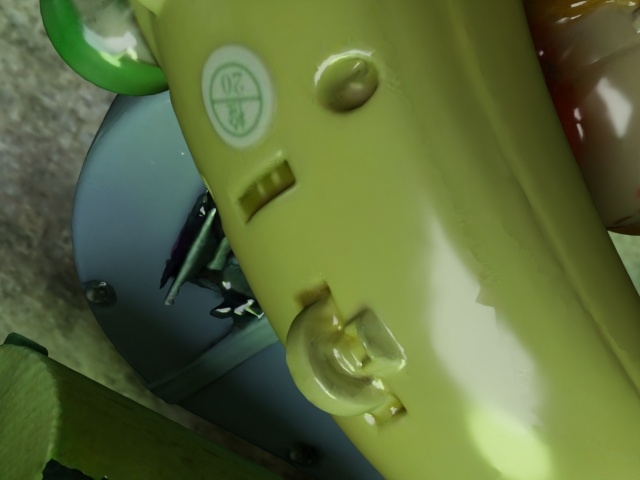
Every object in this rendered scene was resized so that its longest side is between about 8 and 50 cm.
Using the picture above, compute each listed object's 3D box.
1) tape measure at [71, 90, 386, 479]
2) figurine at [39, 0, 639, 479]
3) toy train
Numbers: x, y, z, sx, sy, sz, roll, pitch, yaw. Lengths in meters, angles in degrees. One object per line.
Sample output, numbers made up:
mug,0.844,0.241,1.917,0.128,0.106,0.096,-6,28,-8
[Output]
tape measure,-0.004,-0.002,0.742,0.181,0.107,0.182,21,125,-1
figurine,0.051,-0.051,0.613,0.124,0.222,0.324,-36,75,50
toy train,-0.053,0.139,0.742,0.307,0.189,0.126,32,84,-34
